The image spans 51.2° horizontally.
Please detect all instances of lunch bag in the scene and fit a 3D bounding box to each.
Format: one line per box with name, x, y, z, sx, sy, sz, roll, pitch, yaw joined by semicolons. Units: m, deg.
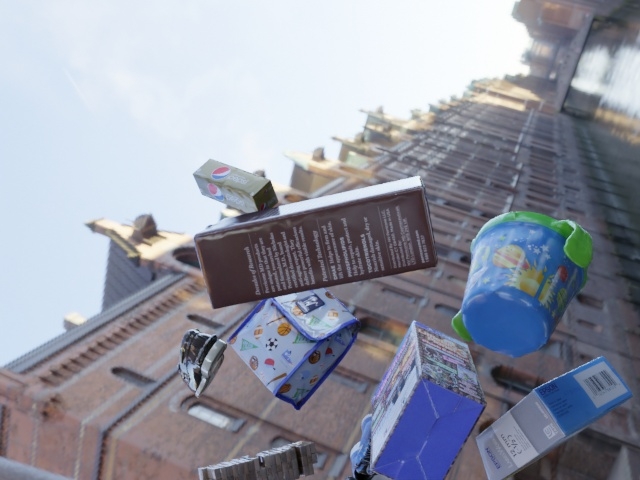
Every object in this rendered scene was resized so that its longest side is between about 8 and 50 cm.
lunch bag;-0.086;0.334;2.369;0.385;0.328;0.239;-46;-37;-3

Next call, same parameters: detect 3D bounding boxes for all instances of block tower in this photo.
block tower;-0.172;0.658;1.913;0.097;0.335;0.091;-24;74;58

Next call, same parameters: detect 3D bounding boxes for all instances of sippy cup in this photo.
sippy cup;0.385;0.097;1.310;0.224;0.240;0.305;-52;-32;-45

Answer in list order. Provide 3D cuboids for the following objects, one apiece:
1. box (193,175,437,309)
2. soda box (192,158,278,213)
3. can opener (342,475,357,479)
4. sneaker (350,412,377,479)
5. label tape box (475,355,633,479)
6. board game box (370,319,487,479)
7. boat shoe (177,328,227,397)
box;0.000;0.000;1.144;0.191;0.381;0.143;-53;-47;-77
soda box;-0.174;-0.108;1.364;0.058;0.181;0.061;-47;-40;-28
can opener;0.134;0.755;2.018;0.059;0.186;0.073;126;150;-50
sneaker;0.186;0.723;2.293;0.147;0.129;0.330;-86;8;-55
label tape box;0.485;0.418;1.493;0.249;0.115;0.348;-13;-30;-34
board game box;0.217;0.344;1.417;0.291;0.141;0.232;-71;5;-75
boat shoe;-0.217;0.216;1.191;0.081;0.068;0.228;-58;-3;-31
